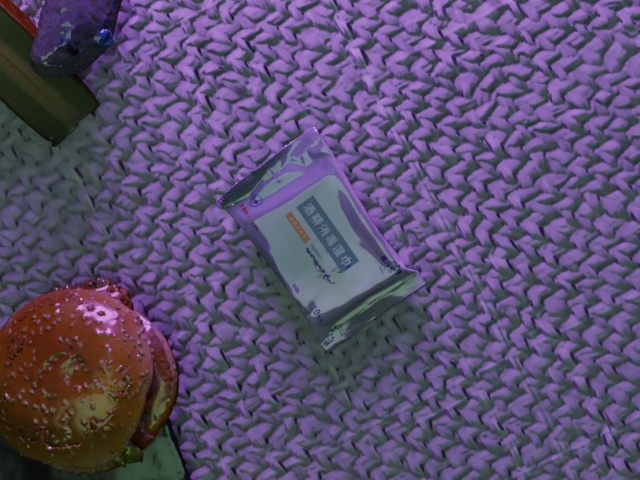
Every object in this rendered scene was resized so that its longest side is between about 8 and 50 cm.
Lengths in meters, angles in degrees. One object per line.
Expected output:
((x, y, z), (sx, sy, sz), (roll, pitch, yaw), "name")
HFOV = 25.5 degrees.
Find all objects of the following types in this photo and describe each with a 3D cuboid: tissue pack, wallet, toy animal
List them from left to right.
((-0.281, 0.237, 1.451), (0.285, 0.030, 0.146), (-19, 95, 7), "wallet")
((-0.201, -0.259, 1.377), (0.079, 0.070, 0.253), (41, 76, -23), "toy animal")
((0.000, 0.000, 1.402), (0.122, 0.026, 0.193), (-36, 91, 7), "tissue pack")

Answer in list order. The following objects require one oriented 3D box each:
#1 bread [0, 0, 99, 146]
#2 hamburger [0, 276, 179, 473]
((-0.292, -0.163, 1.387), (0.074, 0.084, 0.139), (-39, 91, 6), "bread")
((-0.232, 0.128, 1.377), (0.182, 0.118, 0.191), (18, 79, 11), "hamburger")
